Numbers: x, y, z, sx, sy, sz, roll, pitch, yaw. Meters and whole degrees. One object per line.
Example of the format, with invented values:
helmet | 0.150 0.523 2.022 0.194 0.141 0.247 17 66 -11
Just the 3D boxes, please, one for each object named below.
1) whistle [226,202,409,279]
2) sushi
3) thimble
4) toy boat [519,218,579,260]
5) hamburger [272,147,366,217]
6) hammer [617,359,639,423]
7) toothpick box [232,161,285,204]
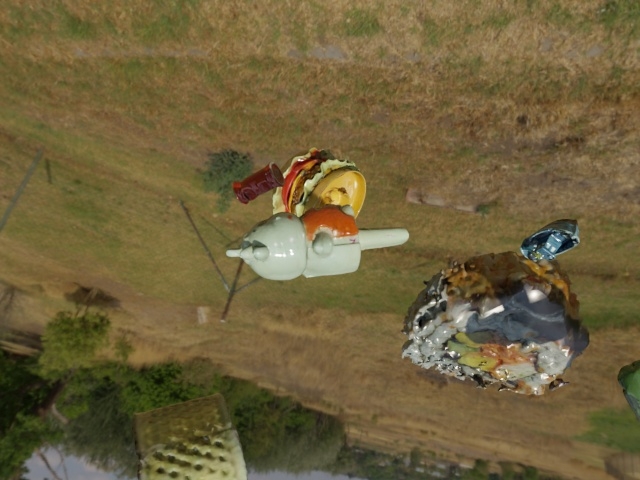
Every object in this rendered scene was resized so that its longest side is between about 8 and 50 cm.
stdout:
whistle | 0.000 0.002 0.571 0.252 0.102 0.106 -4 126 -15
sushi | 0.388 0.204 0.983 0.416 0.176 0.418 8 135 8
thimble | -0.214 0.399 0.692 0.149 0.271 0.271 -8 164 -24
toy boat | 0.410 0.006 0.755 0.060 0.061 0.137 37 158 1
hamburger | -0.019 -0.141 1.254 0.212 0.274 0.274 35 168 31
hammer | 0.436 0.295 0.469 0.206 0.336 0.119 -24 174 13
toothpick box | -0.107 -0.096 0.718 0.083 0.047 0.047 -24 141 18
